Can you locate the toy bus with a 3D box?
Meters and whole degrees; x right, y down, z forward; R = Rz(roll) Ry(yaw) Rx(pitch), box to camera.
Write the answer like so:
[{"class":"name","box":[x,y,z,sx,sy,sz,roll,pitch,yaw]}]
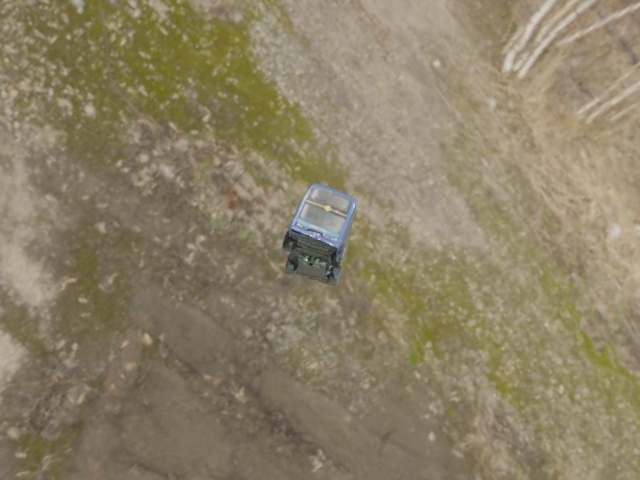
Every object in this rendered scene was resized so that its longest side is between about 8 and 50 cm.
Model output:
[{"class":"toy bus","box":[0.000,0.000,0.706,0.051,0.153,0.061,20,74,5]}]
